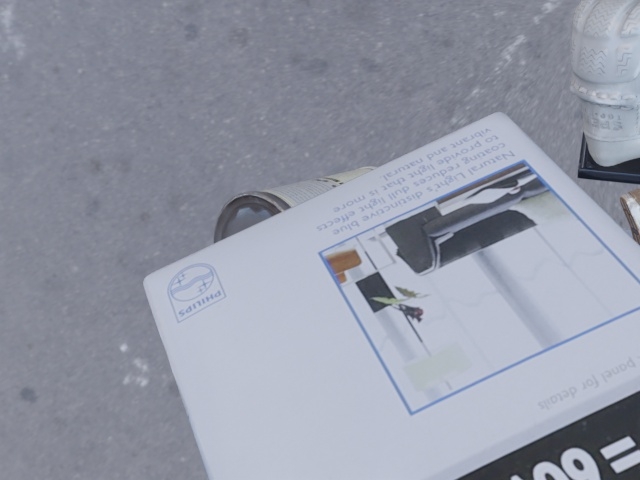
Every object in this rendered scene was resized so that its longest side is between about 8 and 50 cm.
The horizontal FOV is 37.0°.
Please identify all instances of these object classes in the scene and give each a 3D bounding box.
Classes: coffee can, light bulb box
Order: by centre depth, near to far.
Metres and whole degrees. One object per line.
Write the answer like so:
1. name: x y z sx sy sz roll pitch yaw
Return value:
1. light bulb box: 0.110 0.194 0.489 0.225 0.361 0.358 -26 131 -4
2. coffee can: 0.000 0.000 1.510 0.201 0.275 0.202 15 112 41

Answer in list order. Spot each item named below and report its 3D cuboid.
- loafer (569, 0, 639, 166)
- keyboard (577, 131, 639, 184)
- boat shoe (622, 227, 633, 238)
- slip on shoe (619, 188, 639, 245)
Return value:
1. loafer: 0.298 -0.122 0.623 0.319 0.112 0.112 -12 115 -19
2. keyboard: 0.437 -0.065 1.019 0.317 0.202 0.033 7 142 16
3. boat shoe: 0.618 0.037 1.826 0.228 0.080 0.076 13 131 25
4. slip on shoe: 0.458 -0.010 1.335 0.041 0.051 0.135 -24 104 2
